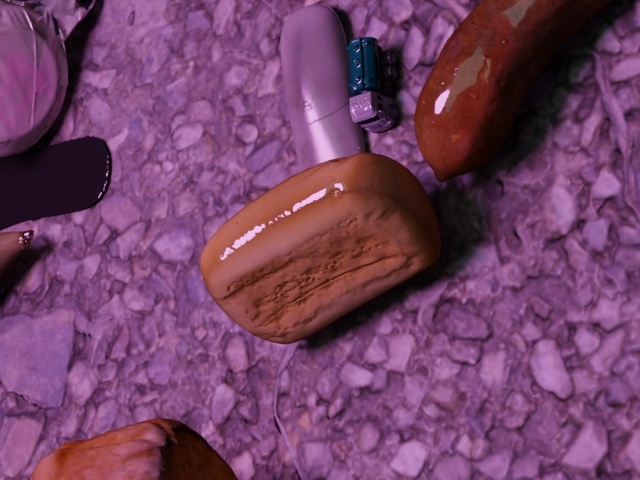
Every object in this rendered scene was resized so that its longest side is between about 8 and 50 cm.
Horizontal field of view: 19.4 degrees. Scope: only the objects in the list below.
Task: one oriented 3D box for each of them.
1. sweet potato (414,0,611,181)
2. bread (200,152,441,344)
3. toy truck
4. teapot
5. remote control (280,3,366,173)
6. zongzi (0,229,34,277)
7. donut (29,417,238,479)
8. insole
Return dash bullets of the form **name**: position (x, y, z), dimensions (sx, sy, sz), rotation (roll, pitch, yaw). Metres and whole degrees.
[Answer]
- **sweet potato**: position (0.173, -0.180, 1.626), dimensions (0.292, 0.097, 0.097), rotation (-52, 54, 12)
- **bread**: position (0.000, 0.000, 1.677), dimensions (0.217, 0.147, 0.098), rotation (-26, 35, 25)
- **toy truck**: position (0.046, -0.145, 1.740), dimensions (0.039, 0.044, 0.083), rotation (-15, 69, 36)
- **teapot**: position (-0.366, -0.210, 1.987), dimensions (0.178, 0.163, 0.221), rotation (21, 91, 45)
- **remote control**: position (-0.002, -0.120, 1.766), dimensions (0.073, 0.044, 0.229), rotation (-19, 68, 28)
- **zongzi**: position (-0.405, 0.104, 1.970), dimensions (0.256, 0.115, 0.228), rotation (-6, 76, 25)
- **donut**: position (-0.139, 0.313, 1.603), dimensions (0.150, 0.299, 0.317), rotation (-22, 89, 15)
- **insole**: position (-0.349, -0.055, 2.027), dimensions (0.322, 0.007, 0.109), rotation (-9, 74, 34)
